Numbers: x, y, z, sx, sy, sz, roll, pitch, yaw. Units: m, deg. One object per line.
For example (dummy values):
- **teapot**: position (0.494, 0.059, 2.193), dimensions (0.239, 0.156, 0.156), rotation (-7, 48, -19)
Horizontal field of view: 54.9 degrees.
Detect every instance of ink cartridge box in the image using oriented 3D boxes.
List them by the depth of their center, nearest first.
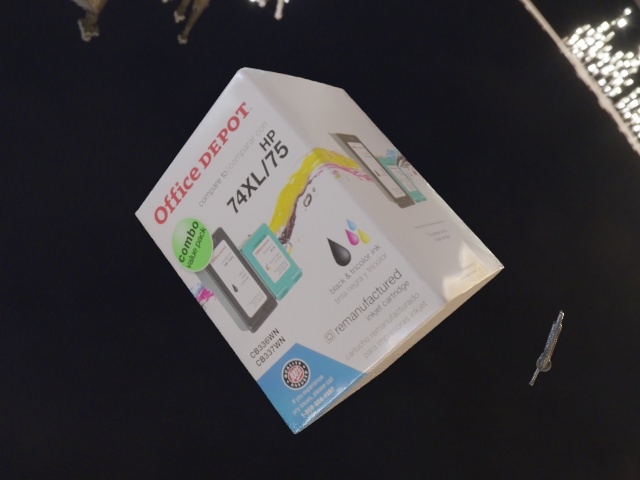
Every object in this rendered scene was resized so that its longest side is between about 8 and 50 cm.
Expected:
- **ink cartridge box**: position (0.000, 0.000, 0.619), dimensions (0.270, 0.198, 0.197), rotation (50, -154, 15)

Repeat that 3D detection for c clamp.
- **c clamp**: position (0.375, 0.179, 1.010), dimensions (0.022, 0.160, 0.137), rotation (22, -92, 22)
